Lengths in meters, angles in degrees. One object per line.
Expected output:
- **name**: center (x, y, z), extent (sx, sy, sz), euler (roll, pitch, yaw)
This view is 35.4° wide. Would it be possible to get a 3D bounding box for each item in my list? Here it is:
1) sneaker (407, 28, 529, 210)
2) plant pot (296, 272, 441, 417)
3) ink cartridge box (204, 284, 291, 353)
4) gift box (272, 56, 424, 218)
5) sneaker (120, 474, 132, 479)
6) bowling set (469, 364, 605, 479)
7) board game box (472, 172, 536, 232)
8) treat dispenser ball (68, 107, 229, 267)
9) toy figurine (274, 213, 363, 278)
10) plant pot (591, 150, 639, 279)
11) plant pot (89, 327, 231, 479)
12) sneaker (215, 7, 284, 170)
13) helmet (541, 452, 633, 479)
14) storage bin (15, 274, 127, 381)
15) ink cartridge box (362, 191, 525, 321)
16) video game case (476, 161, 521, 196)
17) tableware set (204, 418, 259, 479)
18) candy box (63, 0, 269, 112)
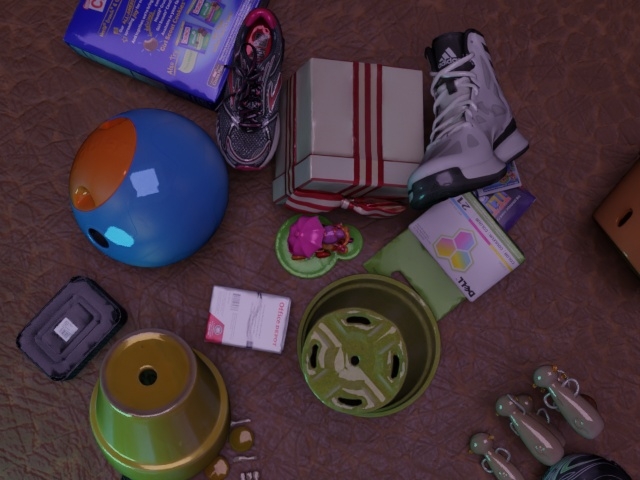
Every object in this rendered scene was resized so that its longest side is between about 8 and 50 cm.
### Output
- **sneaker**: center (0.215, -0.216, 1.719), extent (0.169, 0.447, 0.257), euler (-20, 98, 27)
- **plant pot**: center (0.074, 0.199, 1.791), extent (0.276, 0.254, 0.276), euler (0, 90, 8)
- **ink cartridge box**: center (-0.137, 0.151, 1.911), extent (0.150, 0.063, 0.109), euler (10, 83, -1)
- **gift box**: center (0.052, -0.168, 1.867), extent (0.255, 0.276, 0.258), euler (2, 79, -14)
- **sneaker**: center (-0.263, 0.468, 1.858), extent (0.227, 0.087, 0.130), euler (18, 90, 6)
- **bowling set**: center (0.416, 0.320, 1.876), extent (0.154, 0.200, 0.287), euler (49, 127, 9)
- **board game box**: center (0.311, -0.064, 1.956), extent (0.141, 0.048, 0.170), euler (42, 84, 5)
- **treat dispenser ball**: center (-0.309, -0.095, 1.822), extent (0.288, 0.288, 0.288), euler (0, 83, -1)
- **toy figurine**: center (0.000, 0.000, 1.884), extent (0.173, 0.159, 0.130), euler (-4, 84, -3)
- **plant pot**: center (0.645, -0.029, 1.859), extent (0.203, 0.291, 0.291), euler (-38, 86, 11)
- **plant pot**: center (-0.290, 0.276, 1.767), extent (0.254, 0.239, 0.254), euler (0, 61, -1)
- **sneaker**: center (-0.130, -0.275, 1.822), extent (0.121, 0.112, 0.299), euler (3, 85, -2)
- **helmet**: center (0.479, 0.475, 1.841), extent (0.161, 0.169, 0.169), euler (15, 83, -16)
- **storage bin**: center (-0.467, 0.166, 1.891), extent (0.122, 0.084, 0.180), euler (42, 83, 3)
- **ink cartridge box**: center (0.228, 0.040, 1.886), extent (0.255, 0.097, 0.189), euler (-40, 88, 11)
- **video game case**: center (0.329, -0.152, 1.938), extent (0.087, 0.011, 0.122), euler (-14, 82, -6)
- **tableware set**: center (-0.171, 0.415, 1.901), extent (0.104, 0.024, 0.154), euler (-9, 85, 1)
- **candy box**: center (-0.293, -0.433, 1.946), extent (0.317, 0.122, 0.268), euler (23, 84, 0)
